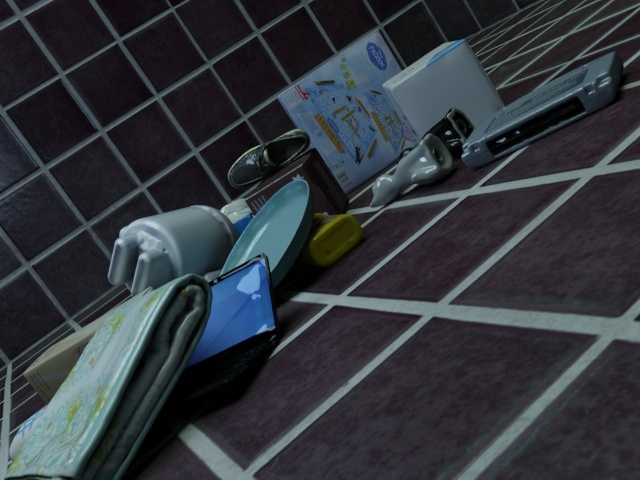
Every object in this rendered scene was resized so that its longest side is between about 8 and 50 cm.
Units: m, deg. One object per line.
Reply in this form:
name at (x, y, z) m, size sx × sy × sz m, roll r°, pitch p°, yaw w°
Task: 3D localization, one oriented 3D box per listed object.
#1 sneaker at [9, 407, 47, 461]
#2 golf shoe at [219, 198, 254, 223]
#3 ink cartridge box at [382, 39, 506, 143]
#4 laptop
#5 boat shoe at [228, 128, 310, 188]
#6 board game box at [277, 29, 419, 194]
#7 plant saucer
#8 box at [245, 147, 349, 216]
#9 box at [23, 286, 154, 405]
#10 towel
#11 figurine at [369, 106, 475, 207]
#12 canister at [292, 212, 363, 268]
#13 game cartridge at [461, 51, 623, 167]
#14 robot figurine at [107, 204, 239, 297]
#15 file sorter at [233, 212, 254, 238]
sneaker at (-0.485, 0.346, 1.408) m, size 0.237 × 0.085 × 0.086 m, roll -34°, pitch 6°, yaw 8°
golf shoe at (-0.296, -0.001, 2.192) m, size 0.306 × 0.140 × 0.115 m, roll -35°, pitch -30°, yaw -17°
ink cartridge box at (0.288, -0.342, 1.823) m, size 0.198 × 0.197 × 0.270 m, roll -33°, pitch 11°, yaw 8°
laptop at (-0.198, 0.159, 1.231) m, size 0.234 × 0.137 × 0.264 m, roll -29°, pitch 3°, yaw 28°
boat shoe at (-0.125, -0.198, 1.822) m, size 0.223 × 0.080 × 0.073 m, roll -29°, pitch 5°, yaw 2°
board game box at (0.102, -0.338, 2.033) m, size 0.318 × 0.319 × 0.066 m, roll -34°, pitch 11°, yaw -5°
plant saucer at (-0.108, 0.019, 1.538) m, size 0.317 × 0.043 × 0.318 m, roll -47°, pitch 22°, yaw 25°
box at (-0.049, -0.095, 1.815) m, size 0.167 × 0.169 × 0.203 m, roll -30°, pitch 11°, yaw 16°
box at (-0.447, 0.241, 1.597) m, size 0.311 × 0.148 × 0.121 m, roll -31°, pitch 12°, yaw 21°
towel at (-0.336, 0.233, 1.200) m, size 0.320 × 0.090 × 0.375 m, roll -19°, pitch 36°, yaw 51°
figurine at (0.207, -0.162, 1.625) m, size 0.209 × 0.092 × 0.215 m, roll -34°, pitch 8°, yaw 45°
canister at (0.000, 0.000, 1.522) m, size 0.126 × 0.073 × 0.170 m, roll -39°, pitch 14°, yaw -18°
game cartridge at (0.415, -0.243, 1.420) m, size 0.297 × 0.062 × 0.198 m, roll -26°, pitch 9°, yaw 36°
robot figurine at (-0.321, 0.029, 1.751) m, size 0.353 × 0.299 × 0.200 m, roll -20°, pitch -43°, yaw -56°
file sorter at (-0.195, 0.003, 1.957) m, size 0.170 × 0.118 × 0.104 m, roll -28°, pitch 10°, yaw 27°
